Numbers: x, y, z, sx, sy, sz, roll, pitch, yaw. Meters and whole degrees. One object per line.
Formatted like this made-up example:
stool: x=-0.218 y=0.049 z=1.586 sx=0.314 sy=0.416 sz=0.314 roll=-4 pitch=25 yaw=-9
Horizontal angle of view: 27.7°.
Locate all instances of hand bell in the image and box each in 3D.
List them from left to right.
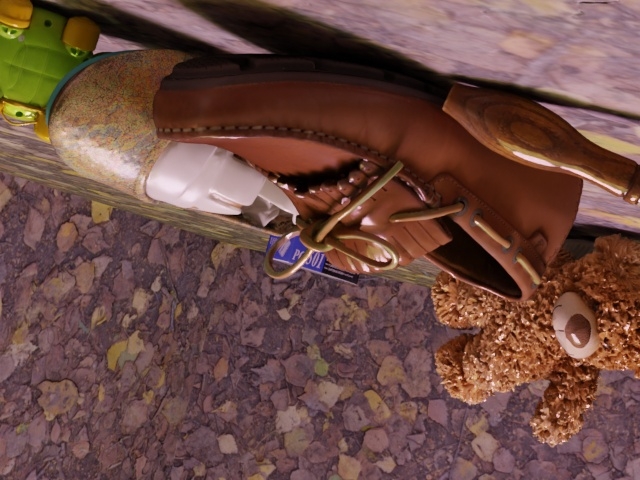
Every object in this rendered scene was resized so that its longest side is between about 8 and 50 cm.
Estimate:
hand bell: x=0.188 y=-0.038 z=0.809 sx=0.242 sy=0.126 sz=0.126 roll=26 pitch=177 yaw=6

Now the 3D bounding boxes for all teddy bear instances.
teddy bear: x=0.231 y=0.095 z=1.437 sx=0.113 sy=0.245 sz=0.338 roll=9 pitch=-175 yaw=-34

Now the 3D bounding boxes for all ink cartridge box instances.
ink cartridge box: x=0.000 y=0.000 z=1.909 sx=0.046 sy=0.097 sz=0.207 roll=12 pitch=176 yaw=32

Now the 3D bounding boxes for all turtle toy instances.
turtle toy: x=-0.193 y=-0.124 z=0.931 sx=0.130 sy=0.095 sz=0.066 roll=16 pitch=-163 yaw=-21

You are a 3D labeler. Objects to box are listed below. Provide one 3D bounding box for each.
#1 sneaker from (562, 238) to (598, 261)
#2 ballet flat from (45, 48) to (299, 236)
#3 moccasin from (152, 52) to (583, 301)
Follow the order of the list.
sneaker: x=0.315 y=0.060 z=1.553 sx=0.148 sy=0.131 sz=0.350 roll=8 pitch=-174 yaw=-35
ballet flat: x=-0.070 y=-0.063 z=0.996 sx=0.123 sy=0.123 sz=0.348 roll=12 pitch=180 yaw=23
moccasin: x=0.039 y=-0.032 z=0.895 sx=0.139 sy=0.147 sz=0.380 roll=11 pitch=175 yaw=39
